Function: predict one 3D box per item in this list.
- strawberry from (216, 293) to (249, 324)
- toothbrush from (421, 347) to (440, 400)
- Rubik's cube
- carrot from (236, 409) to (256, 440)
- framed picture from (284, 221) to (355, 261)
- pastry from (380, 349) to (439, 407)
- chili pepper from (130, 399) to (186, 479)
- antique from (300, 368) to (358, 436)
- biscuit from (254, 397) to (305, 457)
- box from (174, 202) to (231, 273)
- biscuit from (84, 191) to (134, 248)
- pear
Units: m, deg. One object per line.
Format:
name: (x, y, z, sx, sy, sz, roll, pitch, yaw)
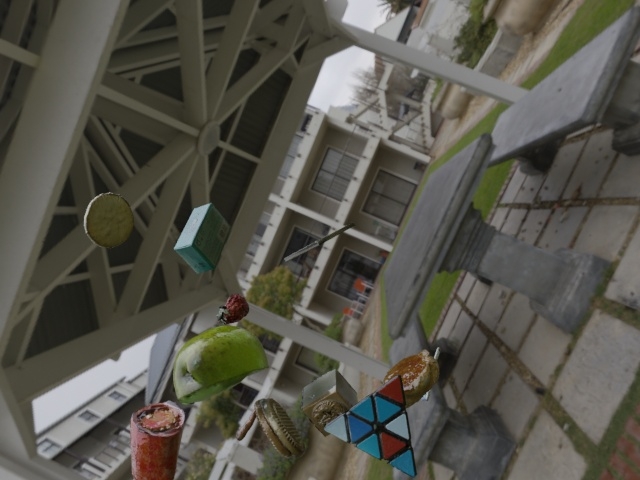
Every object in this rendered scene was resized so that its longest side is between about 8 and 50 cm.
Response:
strawberry: (-0.338, 0.280, 1.751, 0.140, 0.085, 0.192, -51, -15, -19)
toothbrush: (0.486, 0.573, 1.913, 0.304, 0.030, 0.030, -51, -15, -49)
Rubik's cube: (0.123, 0.494, 1.253, 0.284, 0.235, 0.249, -101, 5, -58)
carrot: (-0.297, 0.764, 1.855, 0.165, 0.036, 0.035, -54, -8, -16)
framed picture: (0.000, 0.000, 1.689, 0.189, 0.023, 0.260, -27, 1, 40)
pastry: (0.304, 0.479, 1.514, 0.218, 0.100, 0.229, -41, 6, -32)
chili pepper: (-0.682, 0.872, 1.872, 0.229, 0.252, 0.305, -12, -74, -52)
antique: (0.033, 0.562, 1.521, 0.152, 0.146, 0.148, -35, 18, 12)
biscuit: (-0.152, 0.698, 1.653, 0.079, 0.259, 0.259, -35, -9, -6)
box: (-0.461, -0.011, 1.756, 0.153, 0.092, 0.244, 58, -151, -36)
biscuit: (-0.558, -0.053, 1.176, 0.152, 0.020, 0.151, -12, -77, -61)
pear: (-0.390, 0.429, 1.570, 0.343, 0.238, 0.318, -23, -15, 1)
